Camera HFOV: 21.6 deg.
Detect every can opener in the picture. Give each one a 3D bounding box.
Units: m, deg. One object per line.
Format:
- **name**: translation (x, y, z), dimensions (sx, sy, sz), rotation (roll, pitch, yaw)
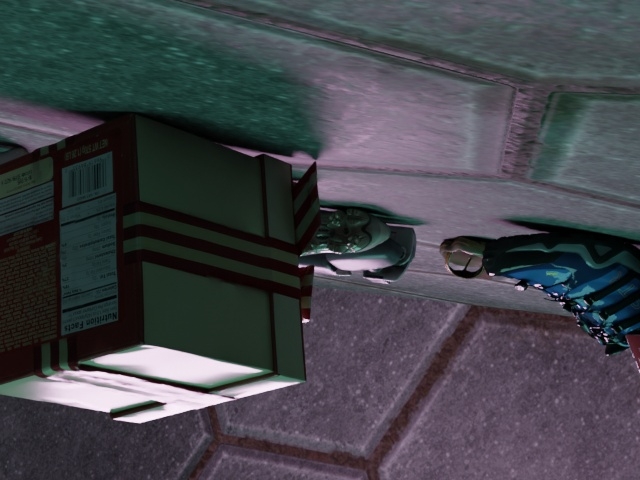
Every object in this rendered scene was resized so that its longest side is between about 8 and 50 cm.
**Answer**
- **can opener**: translation (0.000, 0.000, 2.189), dimensions (0.283, 0.076, 0.095), rotation (7, 162, 39)

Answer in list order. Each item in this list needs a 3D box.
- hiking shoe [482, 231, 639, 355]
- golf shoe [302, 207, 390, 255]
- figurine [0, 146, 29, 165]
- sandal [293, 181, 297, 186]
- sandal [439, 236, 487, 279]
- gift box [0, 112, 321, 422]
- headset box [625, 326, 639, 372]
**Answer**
- **hiking shoe**: translation (0.330, 0.066, 1.939), dimensions (0.304, 0.132, 0.113), rotation (10, 175, -13)
- **golf shoe**: translation (0.005, -0.009, 2.076), dimensions (0.176, 0.069, 0.086), rotation (7, -179, 35)
- **figurine**: translation (-0.438, -0.056, 1.978), dimensions (0.209, 0.092, 0.215), rotation (0, 174, 2)
- **sandal**: translation (-0.122, -0.053, 1.853), dimensions (0.240, 0.088, 0.079), rotation (-2, 139, 33)
- **sandal**: translation (0.198, 0.027, 2.242), dimensions (0.072, 0.049, 0.180), rotation (9, 176, -3)
- **gift box**: translation (-0.155, 0.017, 1.602), dimensions (0.255, 0.276, 0.258), rotation (-11, 161, 37)
- **headset box**: translation (0.479, 0.110, 1.811), dimensions (0.218, 0.110, 0.293), rotation (-21, 180, -9)
